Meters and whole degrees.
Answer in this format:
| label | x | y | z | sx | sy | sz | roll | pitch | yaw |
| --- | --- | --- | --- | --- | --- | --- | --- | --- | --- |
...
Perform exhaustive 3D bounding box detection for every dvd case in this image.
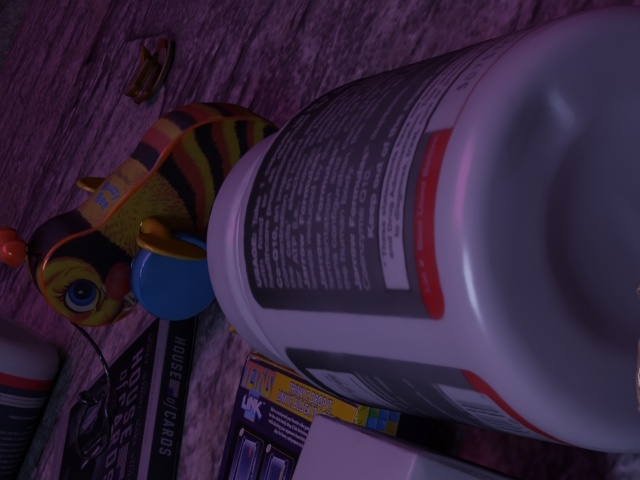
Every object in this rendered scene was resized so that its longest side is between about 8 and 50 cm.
| label | x | y | z | sx | sy | sz | roll | pitch | yaw |
| --- | --- | --- | --- | --- | --- | --- | --- | --- | --- |
| dvd case | -0.177 | 0.179 | 1.134 | 0.238 | 0.029 | 0.179 | -45 | 32 | 45 |

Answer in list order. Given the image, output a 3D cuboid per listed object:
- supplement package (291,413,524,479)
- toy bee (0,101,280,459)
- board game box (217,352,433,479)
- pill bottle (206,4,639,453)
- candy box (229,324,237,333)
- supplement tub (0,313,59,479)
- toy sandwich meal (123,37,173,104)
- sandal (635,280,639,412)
| label | x | y | z | sx | sy | sz | roll | pitch | yaw |
| --- | --- | --- | --- | --- | --- | --- | --- | --- | --- |
| supplement package | 0.031 | 0.178 | 0.565 | 0.105 | 0.105 | 0.179 | 6 | 75 | 68 |
| toy bee | -0.156 | 0.007 | 1.026 | 0.195 | 0.162 | 0.298 | -1 | 63 | 53 |
| board game box | -0.009 | 0.146 | 0.740 | 0.170 | 0.048 | 0.141 | 12 | 88 | 67 |
| pill bottle | 0.060 | -0.001 | 0.593 | 0.283 | 0.161 | 0.161 | -3 | 67 | 66 |
| candy box | 0.000 | 0.000 | 0.902 | 0.206 | 0.027 | 0.105 | -26 | 50 | 59 |
| supplement tub | -0.410 | 0.207 | 1.417 | 0.272 | 0.191 | 0.191 | -68 | 22 | 0 |
| toy sandwich meal | -0.195 | -0.194 | 1.515 | 0.085 | 0.029 | 0.086 | -48 | 29 | 39 |
| sandal | 0.118 | 0.048 | 0.405 | 0.240 | 0.079 | 0.088 | -45 | 8 | -4 |
